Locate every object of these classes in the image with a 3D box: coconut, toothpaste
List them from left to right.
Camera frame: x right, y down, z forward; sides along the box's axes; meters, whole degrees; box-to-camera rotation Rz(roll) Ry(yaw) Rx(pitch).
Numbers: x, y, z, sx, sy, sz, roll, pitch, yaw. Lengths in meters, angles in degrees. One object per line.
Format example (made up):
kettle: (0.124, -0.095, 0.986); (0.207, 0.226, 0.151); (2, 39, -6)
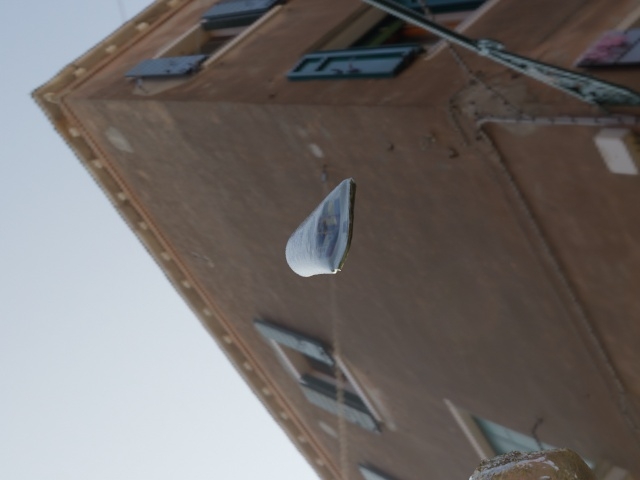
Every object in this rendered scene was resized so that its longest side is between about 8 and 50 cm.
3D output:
toothpaste: (0.000, 0.000, 0.810); (0.037, 0.255, 0.067); (10, -97, -8)
coconut: (0.148, 0.205, 0.717); (0.124, 0.110, 0.110); (-13, -73, -66)
